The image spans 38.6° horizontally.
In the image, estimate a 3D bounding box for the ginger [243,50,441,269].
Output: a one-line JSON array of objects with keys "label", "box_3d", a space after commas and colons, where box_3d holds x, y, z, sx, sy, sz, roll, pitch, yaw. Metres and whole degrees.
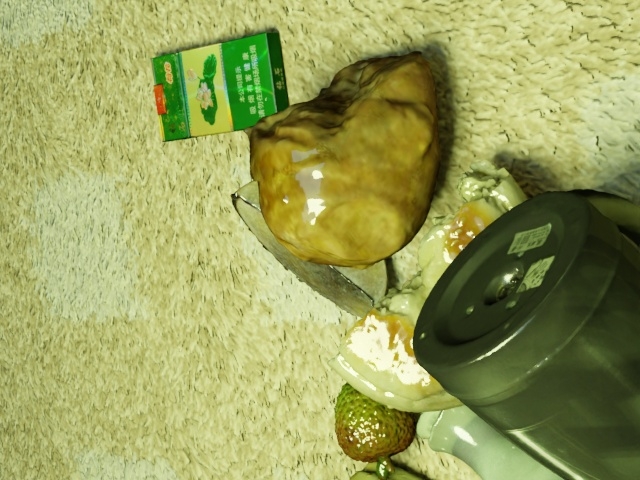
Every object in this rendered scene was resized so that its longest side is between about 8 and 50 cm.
[{"label": "ginger", "box_3d": [0.048, -0.084, 1.123, 0.200, 0.269, 0.223, 22, 139, 65]}]

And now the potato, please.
[{"label": "potato", "box_3d": [0.003, 0.000, 1.270, 0.261, 0.100, 0.120, 39, 160, 7]}]

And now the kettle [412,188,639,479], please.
[{"label": "kettle", "box_3d": [0.301, 0.108, 0.928, 0.324, 0.321, 0.228, 42, 147, -14]}]

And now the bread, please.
[{"label": "bread", "box_3d": [0.176, 0.077, 1.086, 0.192, 0.171, 0.314, 36, 98, 13]}]

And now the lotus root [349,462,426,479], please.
[{"label": "lotus root", "box_3d": [0.122, 0.366, 1.245, 0.183, 0.090, 0.077, 21, 116, 23]}]

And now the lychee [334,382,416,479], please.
[{"label": "lychee", "box_3d": [0.073, 0.252, 1.244, 0.114, 0.114, 0.146, -36, 59, 35]}]

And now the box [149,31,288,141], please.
[{"label": "box", "box_3d": [-0.152, -0.222, 1.347, 0.235, 0.034, 0.132, -2, 99, 36]}]

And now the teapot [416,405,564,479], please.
[{"label": "teapot", "box_3d": [0.239, 0.280, 1.105, 0.251, 0.183, 0.183, 42, 121, 34]}]
